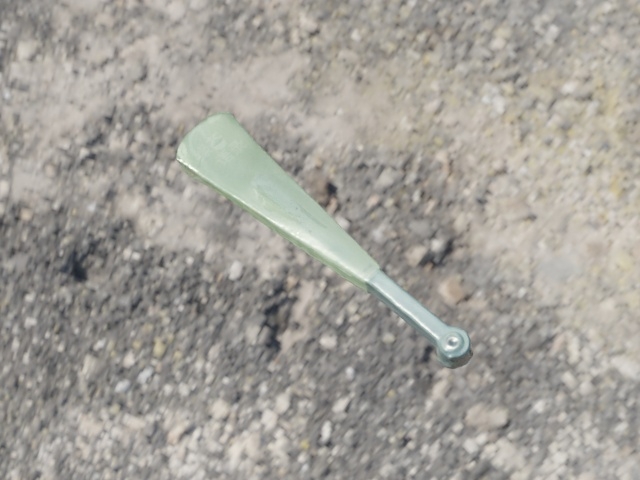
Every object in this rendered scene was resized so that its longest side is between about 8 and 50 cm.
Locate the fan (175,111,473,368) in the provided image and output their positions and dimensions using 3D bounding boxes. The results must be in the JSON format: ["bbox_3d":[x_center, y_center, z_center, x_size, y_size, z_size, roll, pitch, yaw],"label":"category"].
[{"bbox_3d":[0.000,0.000,0.667,0.038,0.016,0.193,-42,60,-13],"label":"fan"}]
